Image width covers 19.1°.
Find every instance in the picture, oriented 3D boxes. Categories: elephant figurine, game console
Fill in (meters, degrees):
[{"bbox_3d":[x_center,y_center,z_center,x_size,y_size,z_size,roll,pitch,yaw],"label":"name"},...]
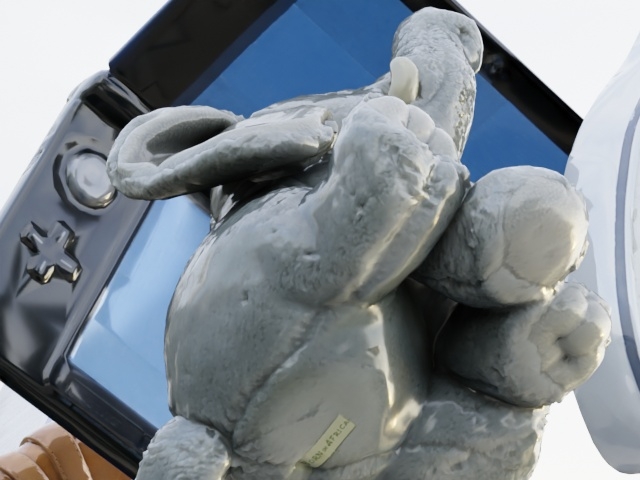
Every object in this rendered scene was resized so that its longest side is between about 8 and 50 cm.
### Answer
[{"bbox_3d":[0.000,0.000,0.755,0.186,0.169,0.239,11,19,-25],"label":"elephant figurine"},{"bbox_3d":[0.004,0.014,0.983,0.293,0.250,0.173,40,-37,-20],"label":"game console"}]

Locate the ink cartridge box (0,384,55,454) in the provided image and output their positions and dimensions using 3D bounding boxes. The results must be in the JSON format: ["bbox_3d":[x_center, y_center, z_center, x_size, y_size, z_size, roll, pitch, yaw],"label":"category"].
[{"bbox_3d":[-0.157,0.098,1.326,0.176,0.371,0.069,-38,-77,17],"label":"ink cartridge box"}]

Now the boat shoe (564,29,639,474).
[{"bbox_3d":[0.226,-0.039,0.898,0.156,0.367,0.136,-12,-61,33],"label":"boat shoe"}]

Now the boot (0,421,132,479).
[{"bbox_3d":[-0.188,0.154,1.022,0.109,0.220,0.283,23,-36,46],"label":"boot"}]
